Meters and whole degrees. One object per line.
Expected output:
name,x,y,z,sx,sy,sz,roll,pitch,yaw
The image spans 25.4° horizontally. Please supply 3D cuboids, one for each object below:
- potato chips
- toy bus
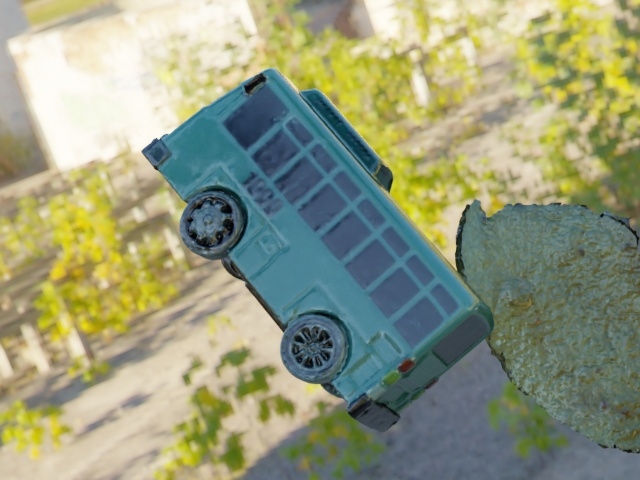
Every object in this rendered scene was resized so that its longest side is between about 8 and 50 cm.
potato chips,0.174,0.047,0.948,0.142,0.209,0.026,-59,-15,-2
toy bus,0.000,0.000,0.646,0.092,0.160,0.079,-41,-19,2
